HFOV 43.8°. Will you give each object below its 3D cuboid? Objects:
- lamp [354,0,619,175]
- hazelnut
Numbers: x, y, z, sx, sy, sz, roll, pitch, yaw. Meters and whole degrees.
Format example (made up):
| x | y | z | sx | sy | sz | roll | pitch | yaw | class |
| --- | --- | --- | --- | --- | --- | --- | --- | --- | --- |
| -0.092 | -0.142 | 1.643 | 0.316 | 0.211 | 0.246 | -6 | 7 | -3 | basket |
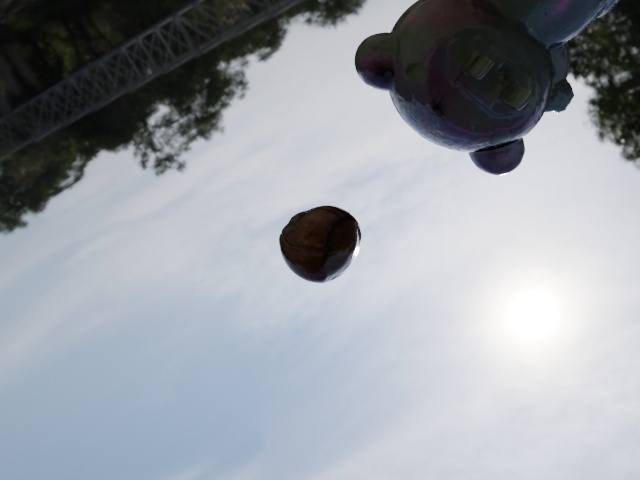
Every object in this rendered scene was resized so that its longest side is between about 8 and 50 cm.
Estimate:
| x | y | z | sx | sy | sz | roll | pitch | yaw | class |
| --- | --- | --- | --- | --- | --- | --- | --- | --- | --- |
| 0.214 | -0.236 | 0.916 | 0.301 | 0.247 | 0.247 | -51 | -162 | 12 | lamp |
| 0.000 | 0.000 | 0.814 | 0.086 | 0.086 | 0.086 | -28 | -160 | 11 | hazelnut |
